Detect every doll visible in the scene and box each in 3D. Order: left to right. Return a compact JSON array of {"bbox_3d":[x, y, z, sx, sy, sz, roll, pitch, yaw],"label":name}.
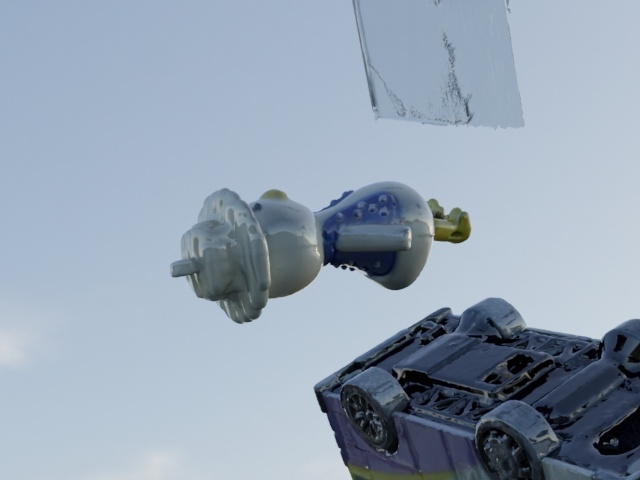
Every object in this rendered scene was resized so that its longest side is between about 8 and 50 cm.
[{"bbox_3d":[0.000,0.000,1.006,0.293,0.119,0.138,-11,13,-31],"label":"doll"}]

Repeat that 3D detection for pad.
[{"bbox_3d":[0.047,-0.135,0.584,0.004,0.156,0.232,-13,10,-12],"label":"pad"}]

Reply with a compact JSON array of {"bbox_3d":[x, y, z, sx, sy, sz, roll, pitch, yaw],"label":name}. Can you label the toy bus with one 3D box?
[{"bbox_3d":[0.215,0.219,1.095,0.209,0.249,0.440,-28,17,-29],"label":"toy bus"}]
